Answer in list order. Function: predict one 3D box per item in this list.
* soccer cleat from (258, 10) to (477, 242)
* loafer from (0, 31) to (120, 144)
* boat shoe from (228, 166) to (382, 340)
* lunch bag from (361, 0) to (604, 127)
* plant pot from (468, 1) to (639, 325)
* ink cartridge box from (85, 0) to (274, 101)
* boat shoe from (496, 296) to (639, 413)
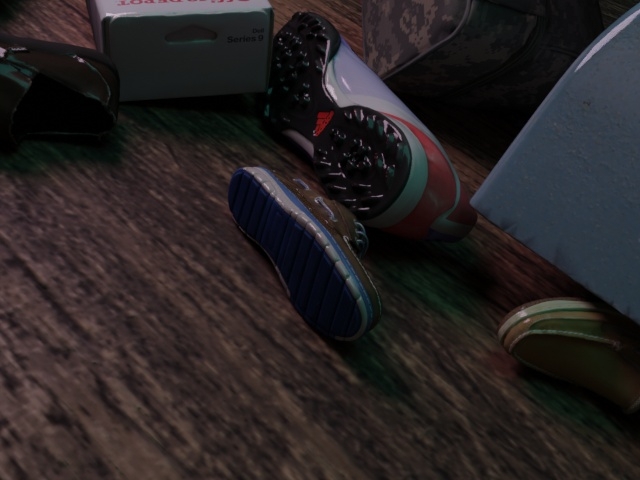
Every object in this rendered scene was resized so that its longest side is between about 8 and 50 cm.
[{"bbox_3d":[0.032,-0.107,0.775,0.116,0.109,0.318,25,23,-38],"label":"soccer cleat"},{"bbox_3d":[-0.253,-0.118,0.642,0.220,0.080,0.078,-5,42,-32],"label":"loafer"},{"bbox_3d":[0.000,0.000,0.625,0.066,0.066,0.183,-7,43,-35],"label":"boat shoe"},{"bbox_3d":[0.195,-0.296,0.927,0.256,0.212,0.305,5,75,-25],"label":"lunch bag"},{"bbox_3d":[0.321,-0.064,0.647,0.247,0.252,0.247,3,31,-50],"label":"plant pot"},{"bbox_3d":[-0.147,-0.230,0.818,0.154,0.093,0.212,-8,41,-17],"label":"ink cartridge box"},{"bbox_3d":[0.223,0.093,0.620,0.190,0.068,0.072,9,48,-16],"label":"boat shoe"}]
